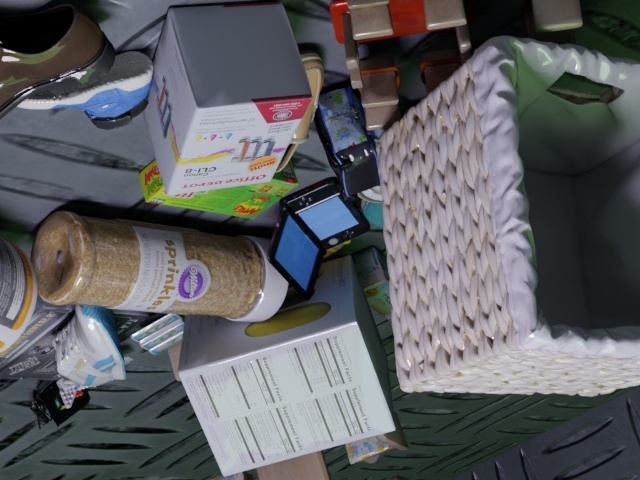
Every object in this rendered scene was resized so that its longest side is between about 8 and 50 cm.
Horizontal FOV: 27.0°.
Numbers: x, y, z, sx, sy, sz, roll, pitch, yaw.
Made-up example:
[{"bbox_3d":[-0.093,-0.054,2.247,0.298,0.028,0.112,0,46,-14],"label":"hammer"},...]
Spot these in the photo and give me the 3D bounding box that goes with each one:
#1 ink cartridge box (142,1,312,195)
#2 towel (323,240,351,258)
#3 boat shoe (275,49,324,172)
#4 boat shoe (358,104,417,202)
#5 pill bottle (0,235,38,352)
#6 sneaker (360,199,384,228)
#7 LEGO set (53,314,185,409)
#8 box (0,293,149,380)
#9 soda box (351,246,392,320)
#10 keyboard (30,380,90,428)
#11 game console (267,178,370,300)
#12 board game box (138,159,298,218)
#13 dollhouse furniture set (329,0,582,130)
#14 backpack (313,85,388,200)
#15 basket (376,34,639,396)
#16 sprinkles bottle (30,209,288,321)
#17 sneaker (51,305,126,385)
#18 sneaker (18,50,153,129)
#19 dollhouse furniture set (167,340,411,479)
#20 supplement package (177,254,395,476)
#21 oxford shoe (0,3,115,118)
[{"bbox_3d":[-0.105,-0.149,1.419,0.128,0.127,0.176,-9,156,-22],"label":"ink cartridge box"},{"bbox_3d":[-0.074,0.035,1.982,0.237,0.021,0.102,-31,148,29],"label":"towel"},{"bbox_3d":[-0.031,-0.145,1.548,0.068,0.072,0.190,-10,155,-18],"label":"boat shoe"},{"bbox_3d":[0.183,-0.124,1.664,0.302,0.113,0.103,-22,-162,-12],"label":"boat shoe"},{"bbox_3d":[-0.460,0.034,1.526,0.162,0.162,0.278,-23,155,12],"label":"pill bottle"},{"bbox_3d":[0.198,-0.072,1.809,0.302,0.121,0.108,-26,155,19],"label":"sneaker"},{"bbox_3d":[-0.305,0.197,2.041,0.244,0.060,0.182,-29,168,-3],"label":"LEGO set"},{"bbox_3d":[-0.388,0.129,1.914,0.183,0.056,0.231,9,145,-45],"label":"box"},{"bbox_3d":[0.098,0.071,2.124,0.058,0.063,0.183,-24,156,13],"label":"soda box"},{"bbox_3d":[-0.440,0.254,2.199,0.100,0.038,0.192,-37,160,-17],"label":"keyboard"},{"bbox_3d":[0.000,0.000,1.844,0.124,0.085,0.144,-24,145,12],"label":"game console"},{"bbox_3d":[-0.126,-0.077,1.666,0.181,0.043,0.092,9,146,-45],"label":"board game box"},{"bbox_3d":[0.141,-0.249,1.424,0.259,0.135,0.262,-7,157,4],"label":"dollhouse furniture set"},{"bbox_3d":[0.041,-0.125,1.590,0.084,0.114,0.105,-21,153,-1],"label":"backpack"},{"bbox_3d":[0.257,-0.009,1.447,0.328,0.331,0.266,5,161,-30],"label":"basket"},{"bbox_3d":[-0.206,0.039,1.767,0.355,0.121,0.121,8,145,-45],"label":"sprinkles bottle"},{"bbox_3d":[-0.319,0.144,1.820,0.092,0.087,0.228,-11,153,-10],"label":"sneaker"},{"bbox_3d":[-0.251,-0.147,1.404,0.152,0.058,0.084,-16,149,-20],"label":"sneaker"},{"bbox_3d":[-0.072,0.337,2.173,0.362,0.394,0.256,-24,155,14],"label":"dollhouse furniture set"},{"bbox_3d":[-0.047,0.181,1.952,0.263,0.199,0.198,-16,117,7],"label":"supplement package"},{"bbox_3d":[-0.322,-0.171,1.292,0.227,0.082,0.096,-27,147,1],"label":"oxford shoe"}]
